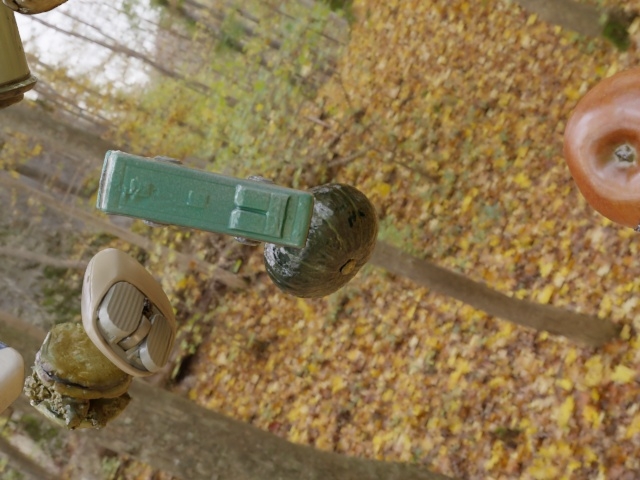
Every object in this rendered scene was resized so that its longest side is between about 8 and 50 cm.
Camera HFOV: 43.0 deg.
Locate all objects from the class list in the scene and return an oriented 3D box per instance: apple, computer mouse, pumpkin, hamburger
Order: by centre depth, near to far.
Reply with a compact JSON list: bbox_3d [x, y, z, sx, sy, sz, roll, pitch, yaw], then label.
[{"bbox_3d":[-0.266,0.092,1.138,0.082,0.145,0.236,-36,25,3],"label":"computer mouse"},{"bbox_3d":[0.497,-0.136,1.211,0.206,0.272,0.251,-3,-49,-46],"label":"apple"},{"bbox_3d":[-0.359,0.218,1.218,0.185,0.159,0.131,-97,28,-61],"label":"hamburger"},{"bbox_3d":[0.001,0.000,1.356,0.212,0.152,0.211,-37,-17,-13],"label":"pumpkin"}]

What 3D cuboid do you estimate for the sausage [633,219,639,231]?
[{"bbox_3d":[0.460,-0.069,0.966,0.198,0.025,0.028,-38,4,17],"label":"sausage"}]

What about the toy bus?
[{"bbox_3d":[-0.134,-0.046,0.986,0.109,0.262,0.091,-158,79,-73],"label":"toy bus"}]

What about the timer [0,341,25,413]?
[{"bbox_3d":[-0.464,0.189,0.877,0.253,0.178,0.078,-51,-18,-47],"label":"timer"}]

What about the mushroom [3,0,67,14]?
[{"bbox_3d":[-0.207,-0.153,0.415,0.060,0.187,0.061,38,123,45],"label":"mushroom"}]

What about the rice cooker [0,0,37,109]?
[{"bbox_3d":[-0.606,-0.316,1.302,0.317,0.264,0.316,-1,-90,-75],"label":"rice cooker"}]
